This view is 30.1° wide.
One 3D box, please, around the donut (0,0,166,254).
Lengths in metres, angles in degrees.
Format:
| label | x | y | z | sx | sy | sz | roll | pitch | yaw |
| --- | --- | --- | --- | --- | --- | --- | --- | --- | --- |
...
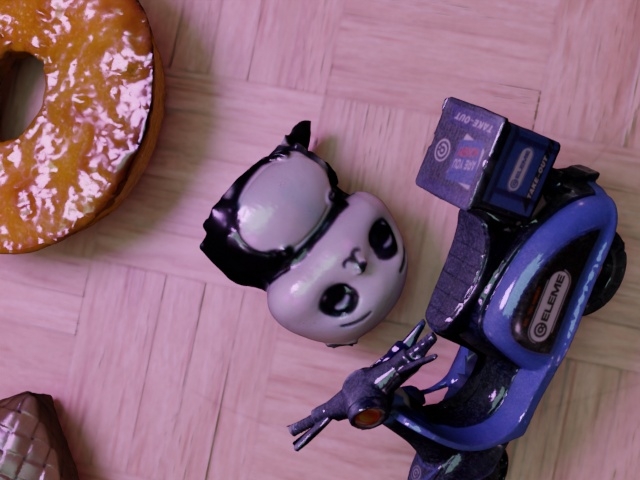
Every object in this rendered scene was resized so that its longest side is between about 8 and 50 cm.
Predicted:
| label | x | y | z | sx | sy | sz | roll | pitch | yaw |
| --- | --- | --- | --- | --- | --- | --- | --- | --- | --- |
| donut | -0.277 | -0.132 | 1.147 | 0.303 | 0.110 | 0.302 | -1 | 87 | 13 |

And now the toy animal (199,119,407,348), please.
| label | x | y | z | sx | sy | sz | roll | pitch | yaw |
| --- | --- | --- | --- | --- | --- | --- | --- | --- | --- |
| toy animal | 0.000 | 0.000 | 1.070 | 0.179 | 0.138 | 0.166 | 42 | 77 | 3 |

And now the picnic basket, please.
| label | x | y | z | sx | sy | sz | roll | pitch | yaw |
| --- | --- | --- | --- | --- | --- | --- | --- | --- | --- |
| picnic basket | -0.323 | 0.231 | 1.124 | 0.179 | 0.128 | 0.137 | -20 | 81 | -8 |

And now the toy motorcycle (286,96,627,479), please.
| label | x | y | z | sx | sy | sz | roll | pitch | yaw |
| --- | --- | --- | --- | --- | --- | --- | --- | --- | --- |
| toy motorcycle | 0.123 | 0.075 | 1.019 | 0.213 | 0.125 | 0.358 | 16 | 99 | -32 |
